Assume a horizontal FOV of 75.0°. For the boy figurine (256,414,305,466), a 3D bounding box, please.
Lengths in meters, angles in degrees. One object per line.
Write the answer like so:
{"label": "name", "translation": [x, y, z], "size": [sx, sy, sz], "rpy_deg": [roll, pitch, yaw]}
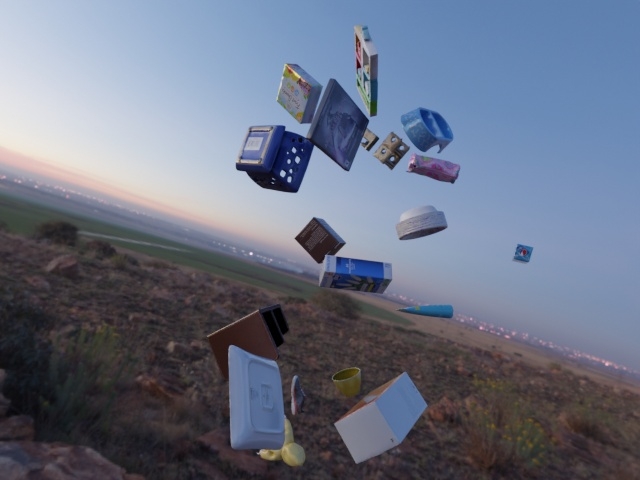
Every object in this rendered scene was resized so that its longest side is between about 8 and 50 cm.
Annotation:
{"label": "boy figurine", "translation": [-0.171, 0.790, 1.662], "size": [0.285, 0.177, 0.092], "rpy_deg": [20, -24, 31]}

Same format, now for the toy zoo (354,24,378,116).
{"label": "toy zoo", "translation": [0.160, -0.611, 1.465], "size": [0.030, 0.192, 0.293], "rpy_deg": [-14, -35, -3]}

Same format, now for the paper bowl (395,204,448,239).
{"label": "paper bowl", "translation": [0.569, -0.106, 2.388], "size": [0.284, 0.148, 0.284], "rpy_deg": [-13, -9, -2]}

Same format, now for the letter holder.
{"label": "letter holder", "translation": [-0.278, 0.423, 1.709], "size": [0.302, 0.214, 0.152], "rpy_deg": [-30, -12, 24]}

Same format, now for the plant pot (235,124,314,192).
{"label": "plant pot", "translation": [-0.199, -0.347, 1.717], "size": [0.236, 0.235, 0.212], "rpy_deg": [12, -9, 40]}

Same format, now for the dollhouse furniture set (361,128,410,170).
{"label": "dollhouse furniture set", "translation": [0.269, -0.423, 1.816], "size": [0.183, 0.129, 0.129], "rpy_deg": [46, 16, 23]}

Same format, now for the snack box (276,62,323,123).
{"label": "snack box", "translation": [-0.093, -0.626, 1.781], "size": [0.070, 0.174, 0.207], "rpy_deg": [-14, 52, -36]}

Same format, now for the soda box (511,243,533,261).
{"label": "soda box", "translation": [0.921, 0.063, 1.908], "size": [0.067, 0.071, 0.210], "rpy_deg": [15, 1, 24]}

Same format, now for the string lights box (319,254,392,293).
{"label": "string lights box", "translation": [0.133, 0.133, 1.617], "size": [0.260, 0.076, 0.133], "rpy_deg": [7, -33, -6]}

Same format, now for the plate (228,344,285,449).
{"label": "plate", "translation": [-0.178, 0.470, 1.246], "size": [0.045, 0.277, 0.278], "rpy_deg": [-18, -31, 17]}

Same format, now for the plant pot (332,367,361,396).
{"label": "plant pot", "translation": [0.131, 0.652, 1.899], "size": [0.134, 0.095, 0.134], "rpy_deg": [-18, 1, 0]}

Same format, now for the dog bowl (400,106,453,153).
{"label": "dog bowl", "translation": [0.419, -0.427, 1.602], "size": [0.074, 0.166, 0.297], "rpy_deg": [-32, -13, 36]}

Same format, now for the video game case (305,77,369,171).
{"label": "video game case", "translation": [0.064, -0.361, 1.346], "size": [0.026, 0.196, 0.274], "rpy_deg": [21, -1, 30]}

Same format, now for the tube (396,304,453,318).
{"label": "tube", "translation": [0.399, 0.268, 1.589], "size": [0.207, 0.052, 0.080], "rpy_deg": [3, -19, -10]}

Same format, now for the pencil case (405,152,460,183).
{"label": "pencil case", "translation": [0.628, -0.402, 2.332], "size": [0.284, 0.124, 0.124], "rpy_deg": [15, -3, -3]}

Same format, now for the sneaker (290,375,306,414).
{"label": "sneaker", "translation": [-0.091, 0.655, 1.771], "size": [0.065, 0.157, 0.061], "rpy_deg": [1, -10, -10]}

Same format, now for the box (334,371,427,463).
{"label": "box", "translation": [0.250, 0.695, 1.664], "size": [0.168, 0.215, 0.345], "rpy_deg": [57, 26, 15]}

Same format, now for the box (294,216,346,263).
{"label": "box", "translation": [0.000, 0.000, 2.306], "size": [0.203, 0.168, 0.167], "rpy_deg": [46, 12, 14]}
